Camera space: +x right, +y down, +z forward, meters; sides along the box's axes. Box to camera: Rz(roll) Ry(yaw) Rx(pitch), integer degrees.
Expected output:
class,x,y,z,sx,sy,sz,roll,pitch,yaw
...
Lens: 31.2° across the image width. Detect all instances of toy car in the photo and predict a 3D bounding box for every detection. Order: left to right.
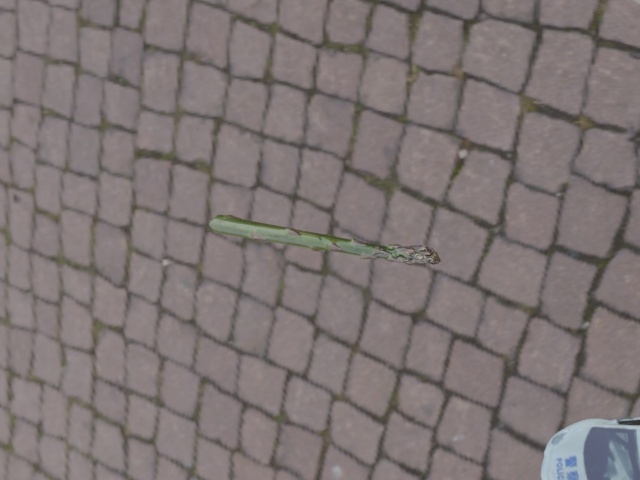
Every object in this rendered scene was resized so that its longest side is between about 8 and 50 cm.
class,x,y,z,sx,sy,sz,roll,pitch,yaw
toy car,0.290,0.191,0.971,0.204,0.056,0.095,-6,59,10

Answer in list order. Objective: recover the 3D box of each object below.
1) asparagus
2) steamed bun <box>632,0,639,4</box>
class,x,y,z,sx,sy,sz,roll,pitch,yaw
asparagus,0.000,0.000,1.133,0.248,0.024,0.025,9,66,25
steamed bun,0.328,-0.344,0.930,0.206,0.324,0.324,46,123,8
